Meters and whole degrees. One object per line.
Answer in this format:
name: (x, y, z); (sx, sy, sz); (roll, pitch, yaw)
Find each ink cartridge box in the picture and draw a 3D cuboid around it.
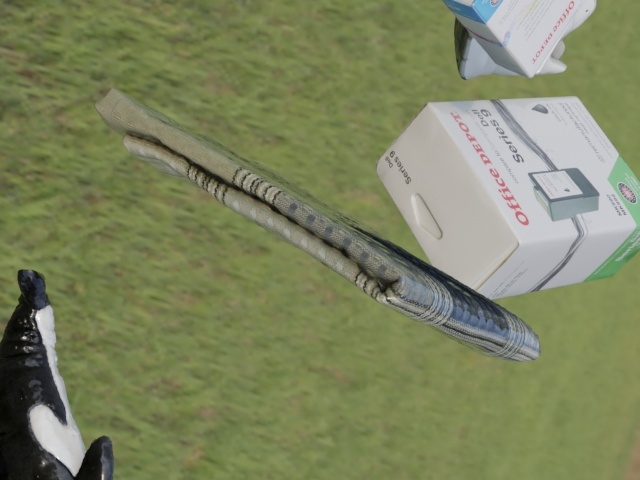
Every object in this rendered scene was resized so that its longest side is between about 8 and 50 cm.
ink cartridge box: (0.239, -0.054, 1.569); (0.289, 0.211, 0.121); (-8, 148, -43)
ink cartridge box: (0.168, -0.214, 1.166); (0.088, 0.052, 0.122); (-56, 136, -4)

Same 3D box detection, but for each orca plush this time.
orca plush: (-0.249, 0.167, 1.082); (0.102, 0.151, 0.287); (2, 86, -43)

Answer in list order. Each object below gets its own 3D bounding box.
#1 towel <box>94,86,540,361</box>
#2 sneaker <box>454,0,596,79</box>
towel: (0.000, 0.000, 1.089); (0.056, 0.324, 0.312); (-59, 151, 4)
sneaker: (0.216, -0.277, 1.300); (0.297, 0.129, 0.111); (102, -8, -54)
